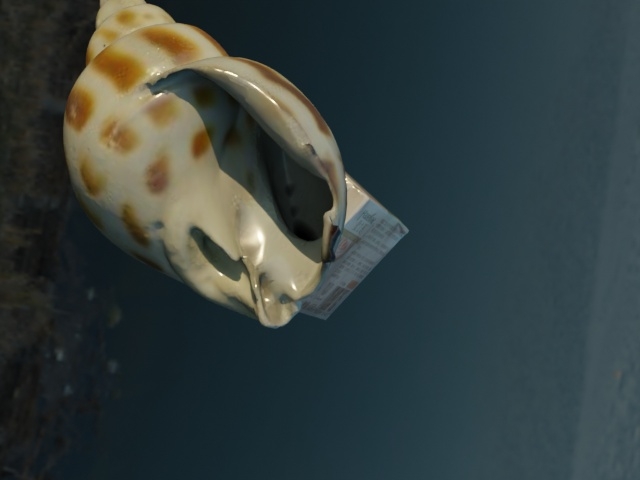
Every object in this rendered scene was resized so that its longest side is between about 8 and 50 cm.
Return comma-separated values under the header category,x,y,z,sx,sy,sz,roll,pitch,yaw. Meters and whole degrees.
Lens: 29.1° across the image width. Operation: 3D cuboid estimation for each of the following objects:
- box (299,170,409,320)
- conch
category,x,y,z,sx,sy,sz,roll,pitch,yaw
box,0.000,0.000,1.214,0.135,0.081,0.199,-47,165,3
conch,-0.088,-0.068,0.871,0.275,0.183,0.149,52,19,-1
